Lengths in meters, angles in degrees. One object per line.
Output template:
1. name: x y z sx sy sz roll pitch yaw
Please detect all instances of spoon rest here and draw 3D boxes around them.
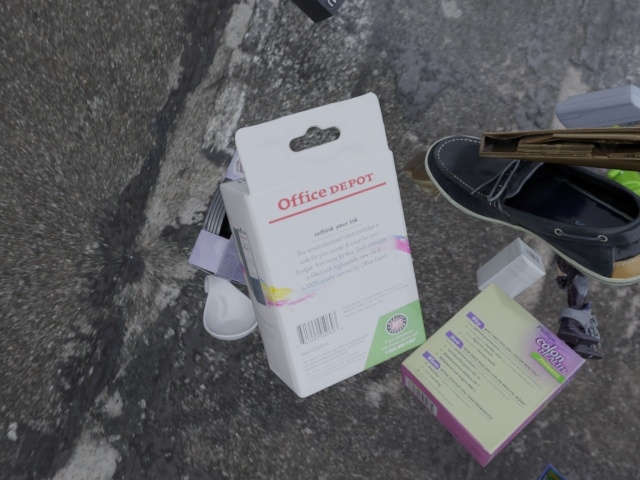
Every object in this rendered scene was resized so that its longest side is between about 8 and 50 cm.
1. spoon rest: -0.243 0.159 1.533 0.137 0.276 0.084 -16 121 -18

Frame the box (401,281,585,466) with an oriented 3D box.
1. box: 0.308 0.242 1.115 0.243 0.117 0.213 -39 62 -14

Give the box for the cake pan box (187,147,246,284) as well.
1. cake pan box: -0.150 -0.038 1.220 0.070 0.267 0.246 20 86 12

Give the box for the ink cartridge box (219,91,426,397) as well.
1. ink cartridge box: 0.000 0.000 0.807 0.207 0.119 0.353 -19 109 -21

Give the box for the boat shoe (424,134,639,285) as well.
1. boat shoe: 0.394 -0.101 1.140 0.187 0.500 0.156 -41 138 -11

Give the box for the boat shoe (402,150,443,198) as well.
1. boat shoe: 0.280 -0.161 1.483 0.104 0.285 0.089 -39 101 7

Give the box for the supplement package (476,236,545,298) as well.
1. supplement package: 0.585 0.099 1.876 0.105 0.105 0.179 38 121 -13

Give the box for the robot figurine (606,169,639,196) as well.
1. robot figurine: 0.603 -0.101 1.193 0.067 0.115 0.101 -22 111 25

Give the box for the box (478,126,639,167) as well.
1. box: 0.249 -0.063 0.455 0.201 0.164 0.021 2 97 -21

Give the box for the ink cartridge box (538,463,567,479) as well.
1. ink cartridge box: 0.425 0.543 0.999 0.065 0.311 0.186 21 105 -30

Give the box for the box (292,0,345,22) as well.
1. box: -0.046 -0.776 1.737 0.270 0.165 0.143 37 88 -22

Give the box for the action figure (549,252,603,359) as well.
1. action figure: 0.539 0.095 1.267 0.099 0.185 0.285 4 60 14

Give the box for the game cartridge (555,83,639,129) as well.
1. game cartridge: 0.701 -0.257 1.406 0.294 0.196 0.060 26 68 -39
